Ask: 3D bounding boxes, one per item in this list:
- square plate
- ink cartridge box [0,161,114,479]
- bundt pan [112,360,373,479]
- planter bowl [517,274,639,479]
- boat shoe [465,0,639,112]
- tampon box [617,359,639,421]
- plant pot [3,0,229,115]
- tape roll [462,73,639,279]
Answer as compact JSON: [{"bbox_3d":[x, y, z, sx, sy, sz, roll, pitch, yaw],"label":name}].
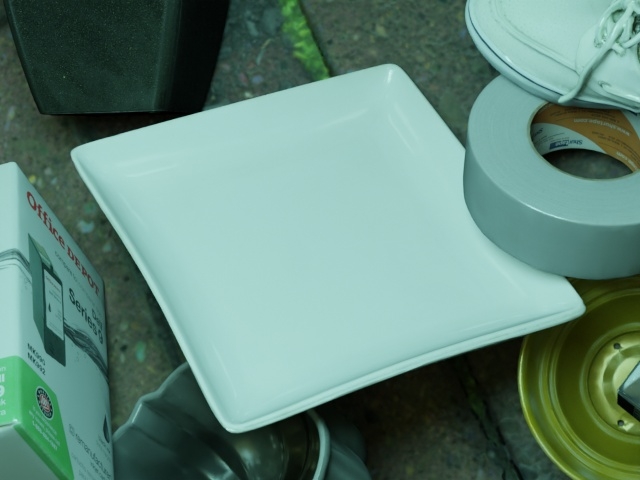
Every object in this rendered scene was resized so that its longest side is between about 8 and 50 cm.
[{"bbox_3d":[0.000,0.000,1.417,0.344,0.049,0.347,-17,52,-22],"label":"square plate"},{"bbox_3d":[-0.281,0.106,1.442,0.121,0.211,0.289,-16,51,9],"label":"ink cartridge box"},{"bbox_3d":[-0.080,0.263,1.410,0.331,0.124,0.331,-29,42,30],"label":"bundt pan"},{"bbox_3d":[0.287,0.124,1.424,0.217,0.090,0.217,-2,81,10],"label":"planter bowl"},{"bbox_3d":[0.278,-0.165,1.330,0.367,0.156,0.136,28,80,23],"label":"boat shoe"},{"bbox_3d":[0.313,0.111,1.293,0.101,0.161,0.120,37,89,13],"label":"tampon box"},{"bbox_3d":[-0.192,-0.203,1.548,0.188,0.187,0.167,-1,94,12],"label":"plant pot"},{"bbox_3d":[0.237,-0.068,1.420,0.219,0.072,0.219,1,47,-1],"label":"tape roll"}]
